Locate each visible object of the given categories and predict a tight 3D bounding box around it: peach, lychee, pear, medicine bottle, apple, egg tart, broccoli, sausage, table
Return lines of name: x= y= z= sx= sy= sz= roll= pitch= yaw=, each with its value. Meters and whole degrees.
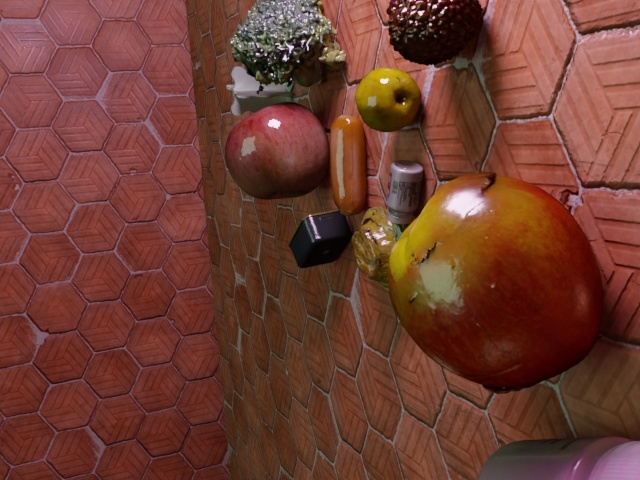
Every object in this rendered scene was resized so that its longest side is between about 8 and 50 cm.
peach: x=0.298 y=0.073 z=1.202 sx=0.370 sy=0.370 sz=0.369 roll=173 pitch=90 yaw=-68
lychee: x=0.227 y=-0.438 z=1.392 sx=0.188 sy=0.188 sz=0.188 roll=173 pitch=90 yaw=-68
pear: x=0.152 y=-0.325 z=1.638 sx=0.162 sy=0.149 sz=0.148 roll=17 pitch=113 yaw=61
medicine bottle: x=0.198 y=-0.114 z=1.680 sx=0.079 sy=0.079 sz=0.140 roll=-132 pitch=40 yaw=-54
apple: x=-0.122 y=-0.251 z=2.118 sx=0.269 sy=0.345 sz=0.345 roll=63 pitch=157 yaw=-1
egg tart: x=0.153 y=0.027 z=1.808 sx=0.241 sy=0.106 sz=0.241 roll=39 pitch=135 yaw=54
broccoli: x=-0.093 y=-0.556 z=2.032 sx=0.281 sy=0.293 sz=0.347 roll=52 pitch=-164 yaw=-42
medicine bottle: x=0.431 y=0.417 z=1.105 sx=0.388 sy=0.219 sz=0.219 roll=138 pitch=121 yaw=-63
sausage: x=0.076 y=-0.202 z=1.921 sx=0.105 sy=0.105 sz=0.274 roll=-158 pitch=63 yaw=-65
table: x=-0.205 y=-0.502 z=2.369 sx=0.166 sy=0.198 sz=0.166 roll=173 pitch=90 yaw=-67

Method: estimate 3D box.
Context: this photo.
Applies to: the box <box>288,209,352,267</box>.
box: x=0.000 y=0.000 z=2.111 sx=0.090 sy=0.145 sz=0.201 roll=70 pitch=153 yaw=21
